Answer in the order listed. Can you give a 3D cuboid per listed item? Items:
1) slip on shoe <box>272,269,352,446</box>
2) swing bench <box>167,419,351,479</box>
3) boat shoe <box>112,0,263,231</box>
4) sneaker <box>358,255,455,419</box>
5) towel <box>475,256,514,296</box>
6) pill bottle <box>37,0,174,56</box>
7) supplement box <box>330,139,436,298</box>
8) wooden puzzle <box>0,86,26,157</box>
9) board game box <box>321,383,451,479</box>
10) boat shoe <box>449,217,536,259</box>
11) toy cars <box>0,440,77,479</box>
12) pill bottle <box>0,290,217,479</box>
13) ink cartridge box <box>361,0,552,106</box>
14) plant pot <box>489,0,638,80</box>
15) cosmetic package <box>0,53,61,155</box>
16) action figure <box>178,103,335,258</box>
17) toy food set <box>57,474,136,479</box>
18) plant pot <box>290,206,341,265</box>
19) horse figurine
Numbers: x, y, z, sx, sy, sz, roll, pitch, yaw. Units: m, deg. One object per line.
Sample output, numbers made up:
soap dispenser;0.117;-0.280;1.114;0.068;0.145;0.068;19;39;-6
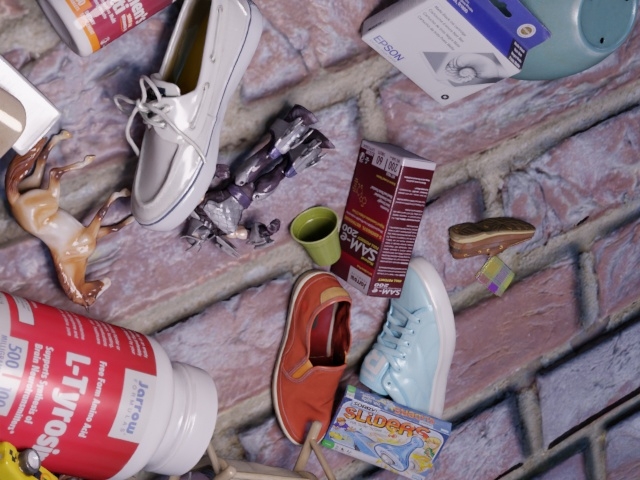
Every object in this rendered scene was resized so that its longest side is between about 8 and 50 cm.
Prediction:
slip on shoe;-0.008;0.217;1.776;0.123;0.101;0.331;-4;112;-32
swing bench;-0.132;0.425;1.709;0.253;0.165;0.254;16;117;-35
boat shoe;-0.209;-0.195;1.444;0.156;0.136;0.367;19;96;-54
sneaker;0.146;0.210;1.845;0.150;0.135;0.365;-14;115;-29
towel;0.339;0.068;1.981;0.083;0.009;0.060;36;88;-37
pill bottle;-0.263;-0.352;1.379;0.221;0.121;0.121;-36;123;-14
supplement box;0.102;-0.036;1.722;0.073;0.130;0.239;5;105;-33
wooden puzzle;-0.585;-0.109;1.235;0.348;0.080;0.322;-42;126;19
board game box;0.117;0.349;1.847;0.201;0.035;0.136;20;125;-1
boat shoe;0.318;-0.002;1.911;0.178;0.064;0.060;-8;118;-22
toy cars;-0.432;0.420;1.446;0.177;0.087;0.393;8;136;-15
pill bottle;-0.364;0.222;1.483;0.408;0.229;0.229;22;97;-35
ink cartridge box;0.219;-0.324;1.640;0.223;0.224;0.045;32;49;-35
plant pot;0.417;-0.398;1.728;0.290;0.195;0.290;-12;115;-27
cosmetic package;-0.453;-0.223;1.321;0.085;0.117;0.231;-48;124;-4
action figure;-0.111;-0.086;1.596;0.285;0.099;0.185;-45;130;-5
toy food set;-0.404;0.422;1.643;0.218;0.071;0.128;-45;157;-2
plant pot;0.000;0.000;1.714;0.083;0.083;0.079;-36;136;-15
horse figurine;-0.368;-0.041;1.477;0.174;0.066;0.263;-48;128;-13
